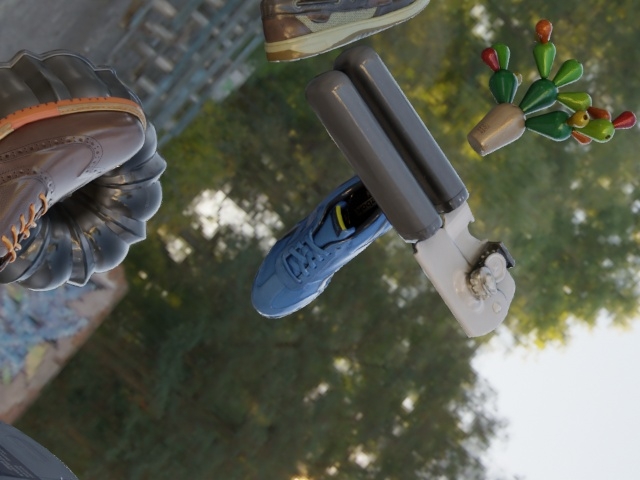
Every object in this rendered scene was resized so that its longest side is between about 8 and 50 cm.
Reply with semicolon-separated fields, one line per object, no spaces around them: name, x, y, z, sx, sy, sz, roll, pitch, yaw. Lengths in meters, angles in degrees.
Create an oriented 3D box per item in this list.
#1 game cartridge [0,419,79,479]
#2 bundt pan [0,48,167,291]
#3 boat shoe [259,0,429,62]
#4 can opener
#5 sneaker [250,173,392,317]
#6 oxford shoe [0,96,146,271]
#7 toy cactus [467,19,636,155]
game cartridge;-0.351;0.214;1.061;0.294;0.196;0.060;18;-88;49
bundt pan;-0.340;-0.074;1.424;0.331;0.331;0.124;-50;-135;-6
boat shoe;0.028;-0.246;1.115;0.223;0.073;0.080;-31;-152;-34
can opener;0.077;-0.032;0.929;0.093;0.280;0.074;-2;-141;52
sneaker;0.000;0.000;1.059;0.209;0.069;0.082;-41;168;17
oxford shoe;-0.328;-0.031;1.133;0.364;0.133;0.130;-29;154;-18
toy cactus;0.264;-0.173;1.367;0.180;0.219;0.112;-37;155;-12
